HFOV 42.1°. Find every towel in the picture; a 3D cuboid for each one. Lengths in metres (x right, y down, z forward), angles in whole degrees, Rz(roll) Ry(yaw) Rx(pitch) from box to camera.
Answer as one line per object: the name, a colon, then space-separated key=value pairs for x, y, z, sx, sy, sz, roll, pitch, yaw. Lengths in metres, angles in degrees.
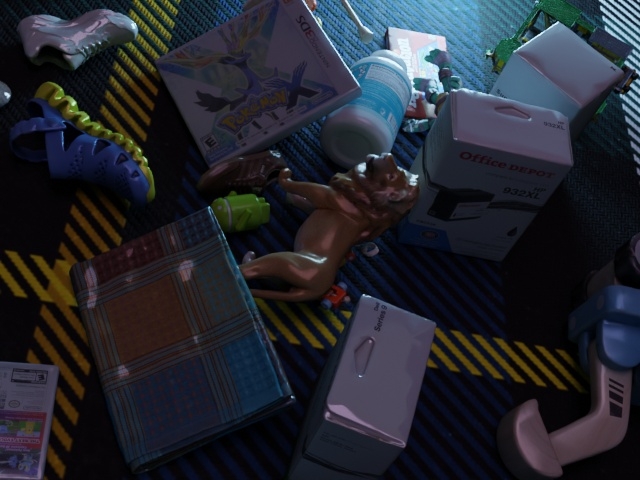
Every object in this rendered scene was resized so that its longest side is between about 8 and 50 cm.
towel: x=-0.230 y=0.145 z=1.308 sx=0.271 sy=0.040 sz=0.370 roll=-24 pitch=65 yaw=-4

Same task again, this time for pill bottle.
pill bottle: x=0.102 y=-0.276 z=1.705 sx=0.146 sy=0.146 sz=0.264 roll=23 pitch=51 yaw=0

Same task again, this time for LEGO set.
LEGO set: x=0.558 y=-0.408 z=1.956 sx=0.331 sy=0.192 sz=0.255 roll=26 pitch=82 yaw=6

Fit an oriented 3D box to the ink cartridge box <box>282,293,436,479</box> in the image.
ink cartridge box: x=0.051 y=0.249 z=1.223 sx=0.121 sy=0.289 sz=0.211 roll=21 pitch=53 yaw=-1

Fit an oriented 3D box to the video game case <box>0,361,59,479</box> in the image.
video game case: x=-0.498 y=0.261 z=1.216 sx=0.201 sy=0.023 sz=0.183 roll=7 pitch=54 yaw=-14

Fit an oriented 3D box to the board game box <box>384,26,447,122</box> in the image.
board game box: x=0.225 y=-0.370 z=1.885 sx=0.145 sy=0.027 sz=0.281 roll=6 pitch=54 yaw=-11

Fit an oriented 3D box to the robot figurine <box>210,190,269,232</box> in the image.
robot figurine: x=-0.151 y=-0.049 z=1.514 sx=0.115 sy=0.067 sz=0.101 roll=-8 pitch=31 yaw=-22

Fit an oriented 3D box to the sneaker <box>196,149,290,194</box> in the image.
sneaker: x=-0.138 y=-0.117 z=1.567 sx=0.188 sy=0.066 sz=0.071 roll=-23 pitch=66 yaw=-29

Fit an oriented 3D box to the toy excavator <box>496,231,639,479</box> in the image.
toy excavator: x=0.536 y=0.222 z=1.462 sx=0.433 sy=0.222 sz=0.445 roll=12 pitch=62 yaw=-7

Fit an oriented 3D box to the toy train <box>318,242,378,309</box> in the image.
toy train: x=0.029 y=0.062 z=1.489 sx=0.125 sy=0.046 sz=0.166 roll=21 pitch=50 yaw=27

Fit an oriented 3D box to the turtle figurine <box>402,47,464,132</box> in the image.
turtle figurine: x=0.250 y=-0.280 z=1.721 sx=0.118 sy=0.175 sz=0.234 roll=23 pitch=41 yaw=-29

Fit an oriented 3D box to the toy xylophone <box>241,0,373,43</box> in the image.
toy xylophone: x=-0.034 y=-0.429 z=1.748 sx=0.081 sy=0.236 sz=0.322 roll=23 pitch=28 yaw=-56

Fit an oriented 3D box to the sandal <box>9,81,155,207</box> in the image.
sandal: x=-0.428 y=-0.147 z=1.476 sx=0.317 sy=0.126 sz=0.138 roll=33 pitch=56 yaw=18

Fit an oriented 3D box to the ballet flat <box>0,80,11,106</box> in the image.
ballet flat: x=-0.723 y=-0.293 z=1.489 sx=0.316 sy=0.106 sz=0.107 roll=0 pitch=56 yaw=-17

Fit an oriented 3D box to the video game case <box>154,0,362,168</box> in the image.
video game case: x=-0.129 y=-0.323 z=1.647 sx=0.329 sy=0.036 sz=0.300 roll=-29 pitch=65 yaw=-1

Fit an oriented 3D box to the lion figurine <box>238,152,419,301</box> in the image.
lion figurine: x=0.000 y=0.000 z=1.449 sx=0.240 sy=0.142 sz=0.392 roll=21 pitch=64 yaw=18

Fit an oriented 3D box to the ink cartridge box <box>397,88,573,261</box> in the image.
ink cartridge box: x=0.293 y=-0.110 z=1.542 sx=0.223 sy=0.307 sz=0.129 roll=11 pitch=53 yaw=-9

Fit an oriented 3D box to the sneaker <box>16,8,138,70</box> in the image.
sneaker: x=-0.476 y=-0.387 z=1.655 sx=0.232 sy=0.090 sz=0.115 roll=-11 pitch=66 yaw=-13

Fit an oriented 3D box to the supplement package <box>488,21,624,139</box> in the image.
supplement package: x=0.442 y=-0.261 z=1.705 sx=0.175 sy=0.293 sz=0.177 roll=44 pitch=54 yaw=15
